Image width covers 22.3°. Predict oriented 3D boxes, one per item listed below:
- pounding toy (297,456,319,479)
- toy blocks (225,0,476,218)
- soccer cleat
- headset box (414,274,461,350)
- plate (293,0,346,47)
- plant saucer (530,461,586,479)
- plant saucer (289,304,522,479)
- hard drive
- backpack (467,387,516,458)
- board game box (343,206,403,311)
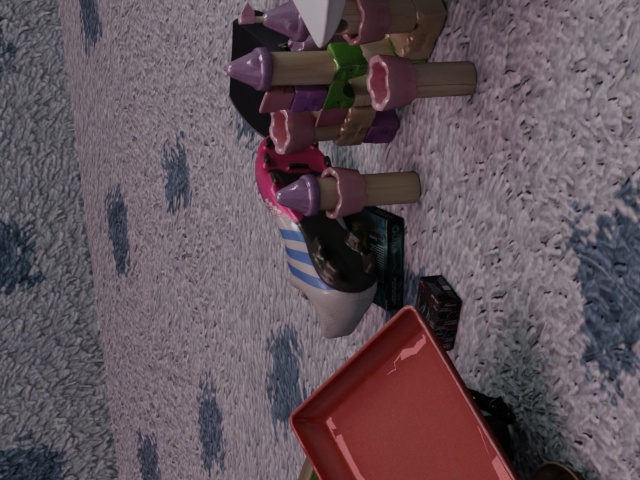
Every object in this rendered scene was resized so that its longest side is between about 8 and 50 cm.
[{"bbox_3d":[0.033,0.330,2.292,0.183,0.110,0.237,116,174,-72],"label":"pounding toy"},{"bbox_3d":[-0.005,-0.216,2.015,0.288,0.260,0.309,113,146,-52],"label":"toy blocks"},{"bbox_3d":[-0.021,-0.007,2.224,0.143,0.116,0.331,106,151,-41],"label":"soccer cleat"},{"bbox_3d":[0.143,0.094,2.012,0.062,0.032,0.083,-124,37,-52],"label":"headset box"},{"bbox_3d":[-0.005,-0.398,1.791,0.278,0.045,0.277,-114,25,-46],"label":"plate"},{"bbox_3d":[0.269,0.319,1.736,0.168,0.029,0.168,176,90,-69],"label":"plant saucer"},{"bbox_3d":[0.103,0.242,1.830,0.259,0.047,0.258,-47,64,39],"label":"plant saucer"},{"bbox_3d":[-0.082,-0.246,2.494,0.255,0.054,0.172,-133,42,-58],"label":"hard drive"},{"bbox_3d":[0.145,0.239,1.916,0.182,0.115,0.152,35,125,58],"label":"backpack"},{"bbox_3d":[0.064,0.015,2.210,0.186,0.026,0.126,-151,59,-65],"label":"board game box"}]
